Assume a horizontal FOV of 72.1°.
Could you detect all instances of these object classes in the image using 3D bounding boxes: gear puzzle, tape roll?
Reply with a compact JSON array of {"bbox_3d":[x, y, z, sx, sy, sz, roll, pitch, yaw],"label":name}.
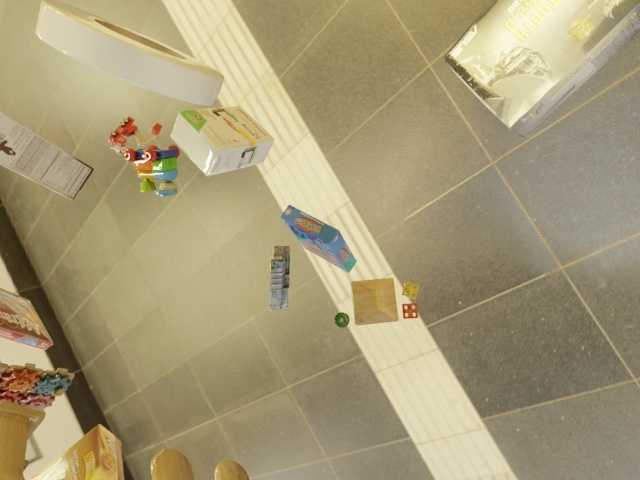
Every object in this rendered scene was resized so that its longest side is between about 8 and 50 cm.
[{"bbox_3d":[-0.794,0.356,1.056,0.175,0.339,0.044,-43,47,15],"label":"gear puzzle"},{"bbox_3d":[-0.410,-0.417,0.988,0.392,0.392,0.072,34,111,24],"label":"tape roll"}]

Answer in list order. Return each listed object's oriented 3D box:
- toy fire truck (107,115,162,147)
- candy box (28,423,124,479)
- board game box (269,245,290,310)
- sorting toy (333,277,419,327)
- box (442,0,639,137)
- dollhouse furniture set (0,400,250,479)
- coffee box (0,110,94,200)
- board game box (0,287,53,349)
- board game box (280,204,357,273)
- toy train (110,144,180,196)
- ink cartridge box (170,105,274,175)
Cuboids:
[{"bbox_3d":[-0.742,-0.426,1.768,0.135,0.192,0.047,33,143,-16],"label":"toy fire truck"},{"bbox_3d":[-0.583,0.577,0.943,0.087,0.316,0.183,58,166,-28],"label":"candy box"},{"bbox_3d":[-0.120,0.129,1.299,0.060,0.194,0.194,1,102,-5],"label":"board game box"},{"bbox_3d":[0.168,0.184,1.332,0.046,0.275,0.132,131,134,-77],"label":"sorting toy"},{"bbox_3d":[0.312,-0.292,0.617,0.231,0.056,0.183,-47,52,31],"label":"box"},{"bbox_3d":[-0.218,0.278,0.421,0.212,0.242,0.161,-49,39,7],"label":"dollhouse furniture set"},{"bbox_3d":[-0.677,-0.202,1.004,0.141,0.246,0.098,24,80,25],"label":"coffee box"},{"bbox_3d":[-0.682,0.139,0.908,0.145,0.027,0.281,47,168,22],"label":"board game box"},{"bbox_3d":[0.000,0.000,1.157,0.160,0.210,0.047,28,78,27],"label":"board game box"},{"bbox_3d":[-0.528,-0.209,1.315,0.248,0.105,0.143,6,109,29],"label":"toy train"},{"bbox_3d":[-0.326,-0.347,1.498,0.201,0.278,0.117,45,127,13],"label":"ink cartridge box"}]
